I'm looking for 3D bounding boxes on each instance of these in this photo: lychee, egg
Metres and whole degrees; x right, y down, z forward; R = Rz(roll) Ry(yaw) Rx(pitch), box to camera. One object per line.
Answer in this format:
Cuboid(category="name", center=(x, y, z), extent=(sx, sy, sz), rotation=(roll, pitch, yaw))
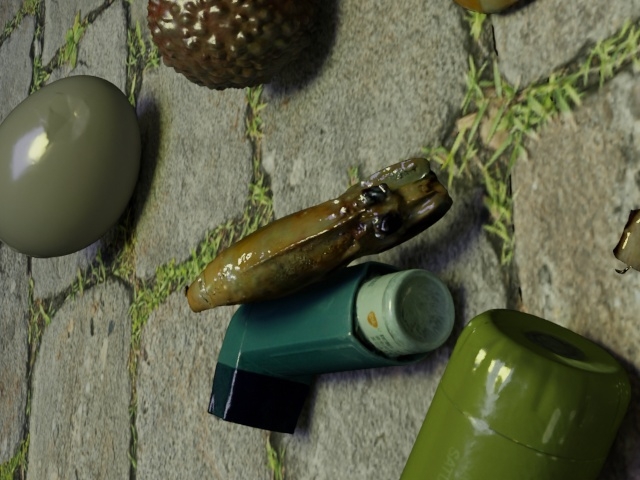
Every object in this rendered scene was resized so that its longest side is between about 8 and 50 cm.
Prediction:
Cuboid(category="lychee", center=(-0.095, -0.224, 1.104), extent=(0.197, 0.165, 0.165), rotation=(14, 94, 16))
Cuboid(category="egg", center=(-0.302, -0.089, 1.381), extent=(0.232, 0.176, 0.176), rotation=(-53, 41, 26))

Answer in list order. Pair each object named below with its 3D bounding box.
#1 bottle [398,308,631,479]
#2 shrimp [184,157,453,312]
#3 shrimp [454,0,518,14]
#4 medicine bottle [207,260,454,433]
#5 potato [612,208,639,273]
Cuboid(category="bottle", center=(0.100, 0.179, 0.744), extent=(0.112, 0.112, 0.260), rotation=(42, 116, 53))
Cuboid(category="shrimp", center=(0.001, 0.001, 0.934), extent=(0.253, 0.173, 0.058), rotation=(-25, 89, 24))
Cuboid(category="shrimp", center=(0.144, -0.295, 0.858), extent=(0.145, 0.059, 0.254), rotation=(26, 104, 54))
Cuboid(category="medicine bottle", center=(0.003, 0.086, 0.948), extent=(0.258, 0.079, 0.124), rotation=(-20, 58, 53))
Cuboid(category="potato", center=(0.264, 0.000, 0.555), extent=(0.243, 0.098, 0.138), rotation=(40, 112, 60))
